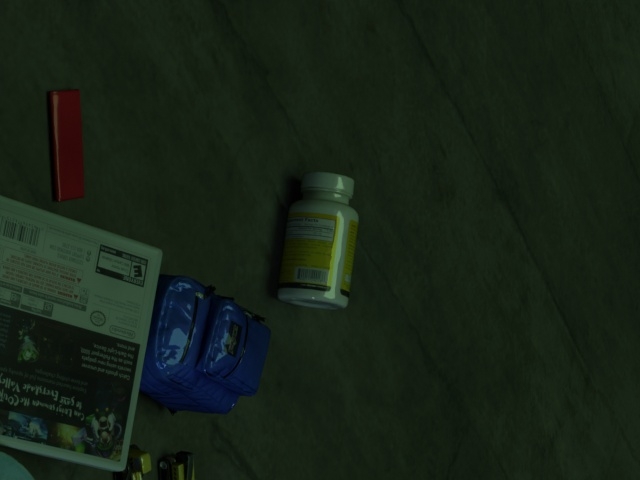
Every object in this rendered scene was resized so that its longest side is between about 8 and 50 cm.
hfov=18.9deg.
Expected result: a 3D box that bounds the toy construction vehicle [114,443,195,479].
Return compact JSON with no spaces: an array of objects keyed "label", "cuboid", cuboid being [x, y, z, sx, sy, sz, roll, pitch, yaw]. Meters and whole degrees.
[{"label":"toy construction vehicle","cuboid":[-0.127,0.209,1.546,0.086,0.035,0.098,-14,104,-58]}]

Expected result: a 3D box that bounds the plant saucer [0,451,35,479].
[{"label":"plant saucer","cuboid":[-0.257,0.239,1.332,0.195,0.037,0.194,-3,93,-58]}]

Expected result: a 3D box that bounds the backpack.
[{"label":"backpack","cuboid":[-0.105,0.075,1.516,0.120,0.101,0.098,34,57,-48]}]

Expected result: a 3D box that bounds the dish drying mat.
[{"label":"dish drying mat","cuboid":[-0.192,-0.072,1.452,0.032,0.008,0.083,-13,103,-57]}]

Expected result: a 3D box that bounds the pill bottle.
[{"label":"pill bottle","cuboid":[0.000,0.000,1.714,0.065,0.065,0.116,23,73,-57]}]

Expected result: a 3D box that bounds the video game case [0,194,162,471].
[{"label":"video game case","cuboid":[-0.203,0.067,1.391,0.190,0.022,0.173,20,73,-44]}]
